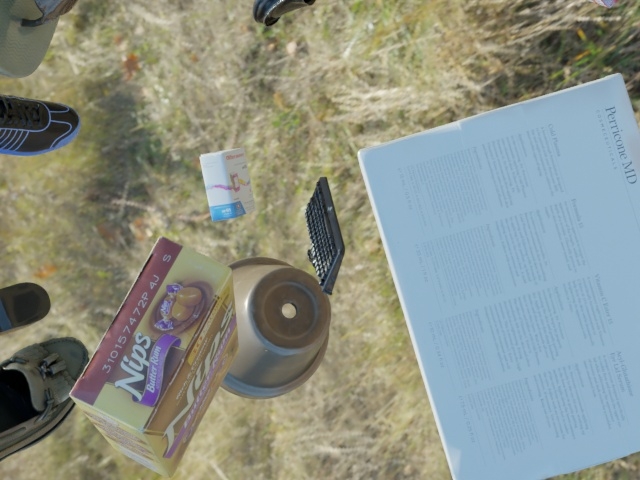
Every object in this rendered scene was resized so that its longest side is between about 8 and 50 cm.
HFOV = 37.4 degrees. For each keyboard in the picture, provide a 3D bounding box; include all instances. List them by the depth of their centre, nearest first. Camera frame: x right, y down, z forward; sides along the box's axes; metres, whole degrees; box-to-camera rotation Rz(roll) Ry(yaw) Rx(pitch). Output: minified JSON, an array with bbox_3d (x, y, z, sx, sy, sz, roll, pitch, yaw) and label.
[{"bbox_3d":[0.000,0.000,1.324,0.180,0.023,0.108,-102,23,-52],"label":"keyboard"}]

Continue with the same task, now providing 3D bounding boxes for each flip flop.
[{"bbox_3d":[-0.247,-0.276,0.895,0.080,0.112,0.277,41,104,30],"label":"flip flop"}]

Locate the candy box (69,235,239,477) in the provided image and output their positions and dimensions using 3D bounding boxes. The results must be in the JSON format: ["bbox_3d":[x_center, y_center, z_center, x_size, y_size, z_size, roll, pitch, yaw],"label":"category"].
[{"bbox_3d":[-0.100,0.084,0.617,0.053,0.109,0.187,24,159,7],"label":"candy box"}]

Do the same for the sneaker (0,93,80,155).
[{"bbox_3d":[-0.456,-0.172,1.366,0.090,0.232,0.081,-36,67,59],"label":"sneaker"}]

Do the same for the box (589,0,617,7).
[{"bbox_3d":[0.406,-0.510,1.521,0.257,0.128,0.122,40,101,-20],"label":"box"}]

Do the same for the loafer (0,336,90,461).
[{"bbox_3d":[-0.340,0.182,1.037,0.096,0.267,0.084,40,130,4],"label":"loafer"}]

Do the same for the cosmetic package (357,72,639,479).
[{"bbox_3d":[0.226,0.048,0.996,0.097,0.284,0.377,28,-133,-85],"label":"cosmetic package"}]

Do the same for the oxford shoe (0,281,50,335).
[{"bbox_3d":[-0.450,0.105,1.179,0.076,0.212,0.076,-31,70,49],"label":"oxford shoe"}]

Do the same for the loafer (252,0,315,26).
[{"bbox_3d":[-0.050,-0.450,1.720,0.078,0.080,0.220,50,141,-1],"label":"loafer"}]

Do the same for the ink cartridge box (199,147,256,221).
[{"bbox_3d":[-0.169,-0.104,1.733,0.052,0.088,0.122,-8,98,24],"label":"ink cartridge box"}]

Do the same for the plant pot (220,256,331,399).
[{"bbox_3d":[-0.085,0.138,1.668,0.263,0.263,0.229,55,156,1],"label":"plant pot"}]
